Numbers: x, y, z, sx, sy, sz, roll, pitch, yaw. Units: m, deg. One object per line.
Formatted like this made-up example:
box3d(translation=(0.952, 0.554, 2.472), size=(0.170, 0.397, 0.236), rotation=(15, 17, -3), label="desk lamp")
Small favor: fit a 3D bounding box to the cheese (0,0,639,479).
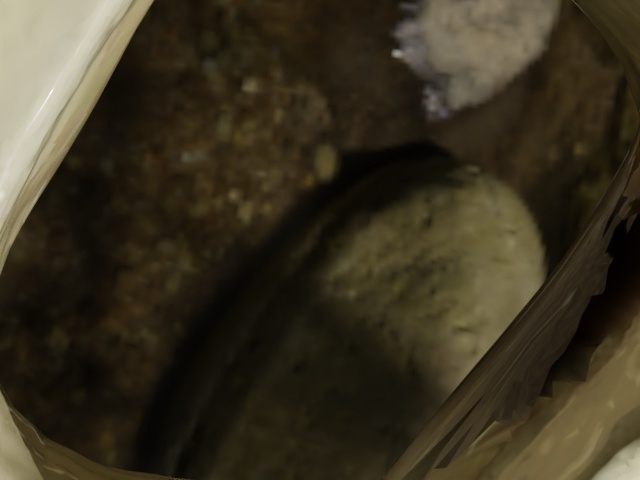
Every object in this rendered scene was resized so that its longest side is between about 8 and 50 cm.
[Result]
box3d(translation=(0.002, 0.002, 0.592), size=(0.292, 0.153, 0.332), rotation=(37, 95, -9), label="cheese")
